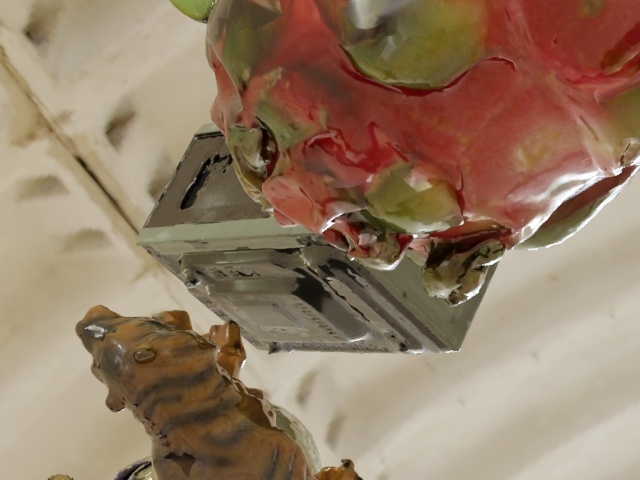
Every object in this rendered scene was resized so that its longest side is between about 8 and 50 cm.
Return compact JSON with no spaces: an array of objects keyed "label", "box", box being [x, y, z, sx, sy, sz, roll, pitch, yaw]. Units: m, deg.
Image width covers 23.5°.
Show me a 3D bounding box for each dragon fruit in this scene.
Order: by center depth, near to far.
[{"label":"dragon fruit","box":[0.078,-0.122,0.750,0.231,0.237,0.302,35,-110,-8]}]

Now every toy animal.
[{"label":"toy animal","box":[-0.062,0.155,0.666,0.116,0.114,0.255,-11,-59,-61]}]

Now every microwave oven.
[{"label":"microwave oven","box":[0.000,0.000,1.530,0.237,0.295,0.181,44,-120,-32]}]

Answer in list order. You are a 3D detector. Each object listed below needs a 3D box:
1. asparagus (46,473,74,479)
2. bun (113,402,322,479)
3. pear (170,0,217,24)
[{"label":"asparagus","box":[-0.128,0.171,0.746,0.015,0.018,0.127,-3,-68,-20]},{"label":"bun","box":[-0.109,0.261,1.401,0.273,0.273,0.168,-35,-84,-11]},{"label":"pear","box":[-0.074,-0.374,1.334,0.176,0.282,0.286,-22,-27,-53]}]
